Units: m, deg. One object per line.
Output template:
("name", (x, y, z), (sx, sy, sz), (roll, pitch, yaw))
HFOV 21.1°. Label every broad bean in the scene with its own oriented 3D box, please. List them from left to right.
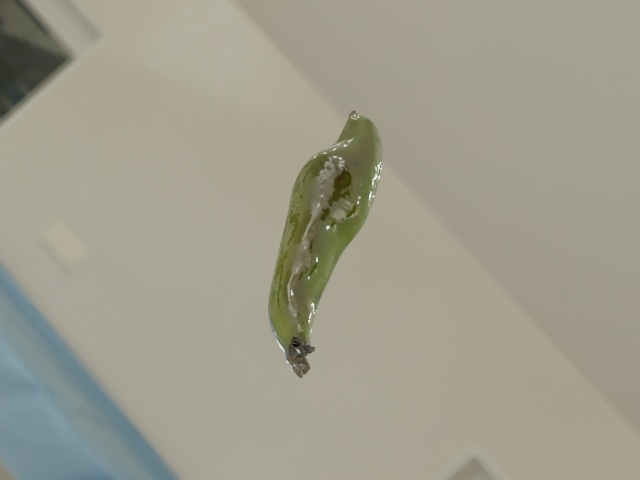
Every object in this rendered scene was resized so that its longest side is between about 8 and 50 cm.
("broad bean", (-0.001, 0.004, 1.668), (0.075, 0.325, 0.067), (2, -32, 23))
